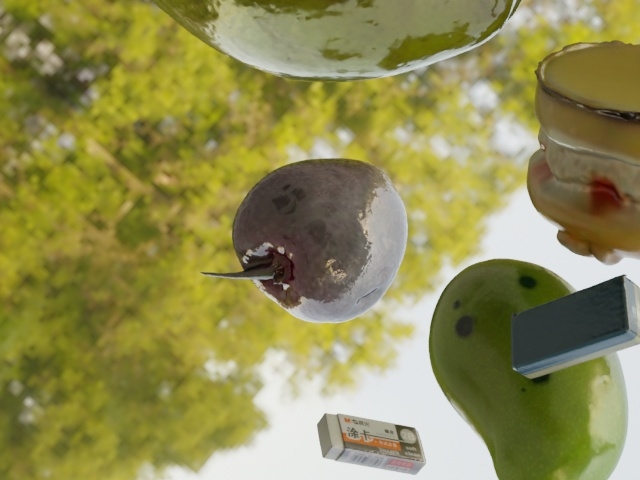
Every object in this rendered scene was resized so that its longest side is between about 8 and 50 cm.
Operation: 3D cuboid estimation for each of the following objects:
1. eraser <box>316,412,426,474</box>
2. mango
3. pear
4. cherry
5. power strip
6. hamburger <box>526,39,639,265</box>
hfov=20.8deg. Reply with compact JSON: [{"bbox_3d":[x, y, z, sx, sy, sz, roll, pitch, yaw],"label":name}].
[{"bbox_3d":[0.057,0.228,1.952,0.029,0.122,0.052,-57,-149,36],"label":"eraser"},{"bbox_3d":[0.202,0.133,1.676,0.175,0.143,0.293,-12,-137,-5],"label":"mango"},{"bbox_3d":[-0.005,-0.303,1.482,0.352,0.413,0.352,-63,173,-13],"label":"pear"},{"bbox_3d":[0.000,0.000,2.196,0.266,0.213,0.183,-42,165,-23],"label":"cherry"},{"bbox_3d":[0.216,0.075,1.485,0.123,0.032,0.056,-22,-128,35],"label":"power strip"},{"bbox_3d":[0.353,-0.077,1.712,0.302,0.186,0.261,5,-157,16],"label":"hamburger"}]
